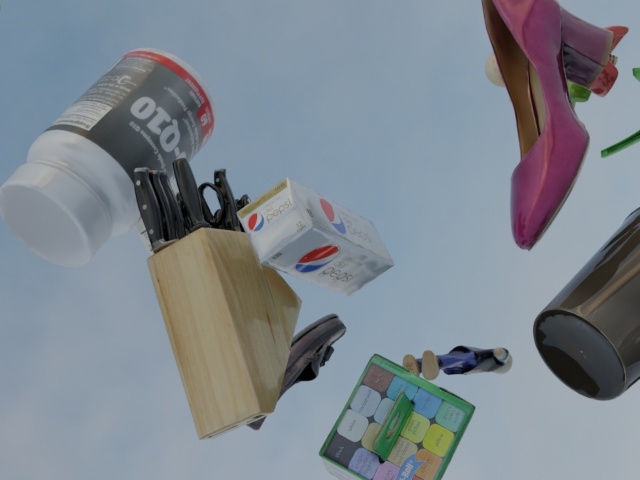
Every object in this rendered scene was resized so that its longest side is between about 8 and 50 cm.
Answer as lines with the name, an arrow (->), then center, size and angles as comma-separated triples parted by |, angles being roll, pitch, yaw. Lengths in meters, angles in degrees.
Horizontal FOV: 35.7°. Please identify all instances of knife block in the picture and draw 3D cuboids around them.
knife block -> -0.132, 0.043, 1.093 | 0.242, 0.088, 0.276 | 49, -150, -23

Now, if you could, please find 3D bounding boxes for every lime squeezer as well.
lime squeezer -> 0.516, -0.190, 1.546 | 0.310, 0.109, 0.059 | 70, -178, -72

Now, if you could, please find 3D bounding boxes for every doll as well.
doll -> 0.198, 0.169, 1.384 | 0.189, 0.129, 0.046 | 1, -103, -40

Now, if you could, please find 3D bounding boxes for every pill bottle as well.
pill bottle -> -0.267, -0.107, 1.270 | 0.283, 0.161, 0.161 | -57, -42, -38

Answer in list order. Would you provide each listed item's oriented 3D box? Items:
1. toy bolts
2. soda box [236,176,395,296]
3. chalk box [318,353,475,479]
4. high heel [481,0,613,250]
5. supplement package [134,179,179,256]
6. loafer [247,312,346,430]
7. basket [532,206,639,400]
toy bolts -> 0.320, -0.224, 1.442 | 0.228, 0.158, 0.218 | 108, 180, -65
soda box -> 0.000, 0.000, 1.116 | 0.074, 0.069, 0.216 | -35, -25, 17
chalk box -> 0.087, 0.222, 1.117 | 0.132, 0.132, 0.213 | -60, -11, -14
high heel -> 0.239, -0.160, 1.231 | 0.127, 0.181, 0.377 | 112, -179, -54
supplement package -> -0.269, -0.041, 1.752 | 0.105, 0.179, 0.105 | -32, -15, 4
loafer -> -0.051, 0.255, 1.904 | 0.302, 0.095, 0.109 | -34, -24, -31
basket -> 0.370, 0.073, 1.176 | 0.227, 0.204, 0.154 | -35, -81, -27
